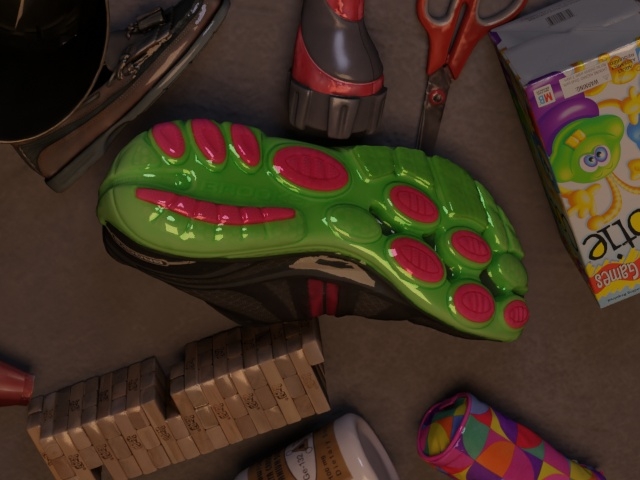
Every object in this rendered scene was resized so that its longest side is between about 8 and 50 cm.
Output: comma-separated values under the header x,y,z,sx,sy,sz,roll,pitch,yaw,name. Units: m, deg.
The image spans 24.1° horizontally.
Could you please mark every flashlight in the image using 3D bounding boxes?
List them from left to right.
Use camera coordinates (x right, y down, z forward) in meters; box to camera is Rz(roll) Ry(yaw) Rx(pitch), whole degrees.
x,y,z,sx,sy,sz,roll,pitch,yaw,name
0.031,-0.252,1.435,0.103,0.103,0.304,6,118,-8,flashlight

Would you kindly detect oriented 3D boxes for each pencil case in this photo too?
x,y,z,sx,sy,sz,roll,pitch,yaw,name
0.225,0.262,1.738,0.236,0.104,0.104,32,110,-23,pencil case

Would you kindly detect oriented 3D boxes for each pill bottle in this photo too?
x,y,z,sx,sy,sz,roll,pitch,yaw,name
-0.030,0.304,1.709,0.229,0.131,0.131,-30,117,9,pill bottle

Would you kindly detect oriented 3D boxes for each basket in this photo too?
x,y,z,sx,sy,sz,roll,pitch,yaw,name
-0.265,-0.226,1.345,0.154,0.227,0.204,12,117,-13,basket

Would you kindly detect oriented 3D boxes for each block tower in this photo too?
x,y,z,sx,sy,sz,roll,pitch,yaw,name
-0.149,0.178,1.652,0.335,0.091,0.097,-21,119,5,block tower

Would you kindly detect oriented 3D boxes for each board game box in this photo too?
x,y,z,sx,sy,sz,roll,pitch,yaw,name
0.291,-0.096,1.517,0.144,0.142,0.275,-23,121,4,board game box

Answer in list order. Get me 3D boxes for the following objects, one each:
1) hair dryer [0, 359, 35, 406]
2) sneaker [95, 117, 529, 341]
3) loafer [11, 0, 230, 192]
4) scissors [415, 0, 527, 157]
x,y,z,sx,sy,sz,roll,pitch,yaw,name
-0.453,0.183,1.646,0.294,0.080,0.223,-17,134,9,hair dryer
0.000,0.000,1.546,0.483,0.185,0.202,17,154,-20,sneaker
-0.202,-0.159,1.467,0.084,0.096,0.267,40,109,-17,loafer
0.114,-0.169,1.540,0.109,0.021,0.297,18,116,-18,scissors
